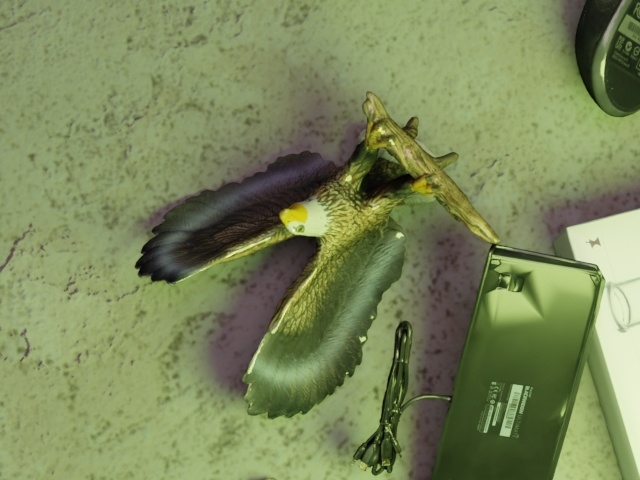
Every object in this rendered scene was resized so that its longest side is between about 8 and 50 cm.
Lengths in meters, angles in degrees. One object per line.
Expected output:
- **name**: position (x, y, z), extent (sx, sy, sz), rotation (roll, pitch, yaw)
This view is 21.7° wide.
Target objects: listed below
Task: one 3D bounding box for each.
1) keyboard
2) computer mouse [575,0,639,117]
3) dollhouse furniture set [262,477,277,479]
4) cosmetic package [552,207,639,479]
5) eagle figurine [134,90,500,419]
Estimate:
- **keyboard**: position (0.145, 0.153, 1.620), extent (0.201, 0.033, 0.317), rotation (10, 109, -7)
- **computer mouse**: position (0.340, -0.258, 1.738), extent (0.072, 0.188, 0.272), rotation (24, 87, 47)
- **dollhouse furniture set**: position (-0.024, 0.308, 1.670), extent (0.081, 0.091, 0.114), rotation (9, 105, -41)
- **cosmetic package**: position (0.425, 0.136, 1.679), extent (0.284, 0.097, 0.377), rotation (-15, 81, -2)
- **eagle figurine**: position (-0.007, -0.003, 1.661), extent (0.298, 0.225, 0.226), rotation (-44, 39, 20)
